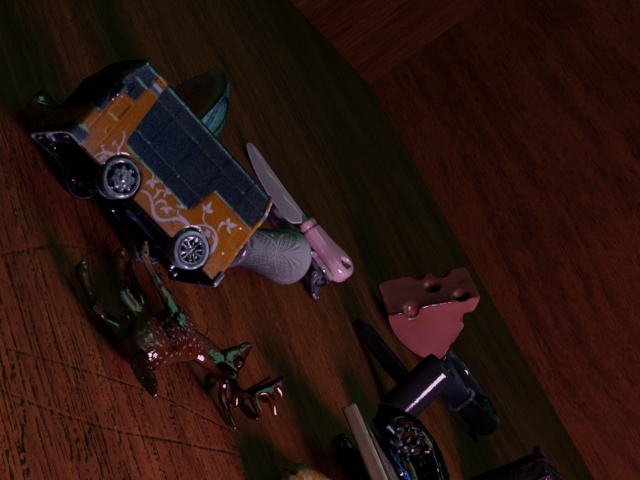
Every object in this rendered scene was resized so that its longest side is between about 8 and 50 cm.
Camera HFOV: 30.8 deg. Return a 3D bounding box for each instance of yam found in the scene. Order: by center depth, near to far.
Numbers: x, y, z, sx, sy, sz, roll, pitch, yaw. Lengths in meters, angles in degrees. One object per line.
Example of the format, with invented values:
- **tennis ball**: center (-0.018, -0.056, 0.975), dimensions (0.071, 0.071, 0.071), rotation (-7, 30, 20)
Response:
- **yam**: center (-0.293, -0.099, 1.504), dimensions (0.241, 0.057, 0.056), rotation (50, 14, -29)

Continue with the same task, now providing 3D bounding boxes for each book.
- **book**: center (0.105, 0.373, 1.687), dimensions (0.264, 0.027, 0.202), rotation (63, 2, -55)

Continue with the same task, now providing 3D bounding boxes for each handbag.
- **handbag**: center (0.415, 0.518, 2.271), dimensions (0.215, 0.169, 0.155), rotation (50, 15, -27)

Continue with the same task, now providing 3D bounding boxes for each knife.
- **knife**: center (-0.055, -0.053, 2.305), dimensions (0.336, 0.043, 0.081), rotation (50, 30, 0)

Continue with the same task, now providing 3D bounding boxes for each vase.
- **vase**: center (-0.100, 0.014, 1.844), dimensions (0.096, 0.096, 0.219), rotation (60, 16, 18)

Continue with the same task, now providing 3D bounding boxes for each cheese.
- **cheese**: center (0.214, 0.149, 2.524), dimensions (0.177, 0.202, 0.128), rotation (13, 34, -23)

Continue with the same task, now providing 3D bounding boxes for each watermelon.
- **watermelon**: center (-0.195, -0.197, 1.888), dimensions (0.128, 0.146, 0.231), rotation (49, 12, -28)

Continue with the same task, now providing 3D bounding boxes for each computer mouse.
- **computer mouse**: center (0.164, 0.365, 1.894), dimensions (0.241, 0.078, 0.146), rotation (61, 2, 14)

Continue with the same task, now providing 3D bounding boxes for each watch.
- **watch**: center (0.322, 0.341, 2.606), dimensions (0.193, 0.068, 0.206), rotation (50, 10, -10)

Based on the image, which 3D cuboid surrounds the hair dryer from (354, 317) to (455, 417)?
- **hair dryer**: center (0.139, 0.214, 2.171), dimensions (0.070, 0.128, 0.255), rotation (40, 10, -48)

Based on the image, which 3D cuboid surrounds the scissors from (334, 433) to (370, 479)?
- **scissors**: center (0.081, 0.402, 1.673), dimensions (0.109, 0.022, 0.300), rotation (48, 12, -39)

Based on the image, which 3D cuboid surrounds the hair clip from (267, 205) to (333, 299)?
- **hair clip**: center (-0.025, 0.028, 2.156), dimensions (0.146, 0.056, 0.187), rotation (51, 9, -50)

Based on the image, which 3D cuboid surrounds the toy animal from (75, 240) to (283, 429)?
- **toy animal**: center (-0.173, 0.127, 1.381), dimensions (0.260, 0.087, 0.243), rotation (59, 27, 7)

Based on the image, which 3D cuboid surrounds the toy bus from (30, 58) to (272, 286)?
- **toy bus**: center (-0.206, -0.086, 1.446), dimensions (0.275, 0.167, 0.138), rotation (47, -22, -27)

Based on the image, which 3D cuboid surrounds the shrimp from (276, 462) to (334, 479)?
- **shrimp**: center (0.030, 0.383, 1.485), dimensions (0.294, 0.062, 0.154), rotation (37, 34, -44)
